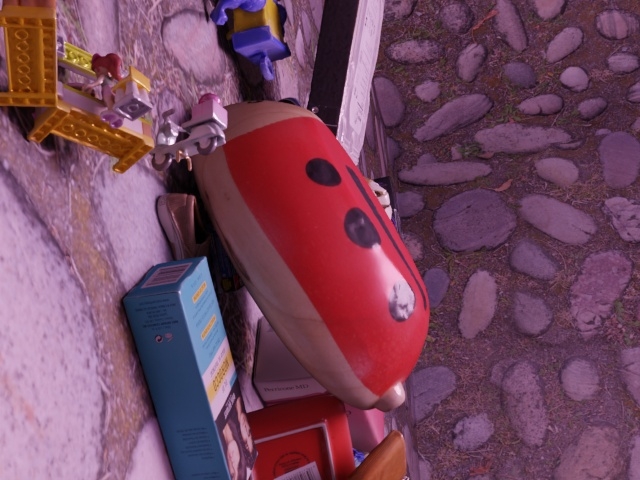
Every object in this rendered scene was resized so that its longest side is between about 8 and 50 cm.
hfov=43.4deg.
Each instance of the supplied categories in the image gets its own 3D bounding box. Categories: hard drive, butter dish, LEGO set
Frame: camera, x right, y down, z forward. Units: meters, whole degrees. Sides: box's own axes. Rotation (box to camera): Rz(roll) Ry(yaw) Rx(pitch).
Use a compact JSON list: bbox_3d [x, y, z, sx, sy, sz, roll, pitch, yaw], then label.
[{"bbox_3d":[0.045,-0.294,1.341,0.237,0.064,0.339,16,84,-79],"label":"hard drive"},{"bbox_3d":[-0.048,0.264,1.019,0.118,0.160,0.160,-145,-136,-72],"label":"butter dish"},{"bbox_3d":[-0.192,-0.157,0.635,0.287,0.132,0.107,50,24,-58],"label":"LEGO set"}]

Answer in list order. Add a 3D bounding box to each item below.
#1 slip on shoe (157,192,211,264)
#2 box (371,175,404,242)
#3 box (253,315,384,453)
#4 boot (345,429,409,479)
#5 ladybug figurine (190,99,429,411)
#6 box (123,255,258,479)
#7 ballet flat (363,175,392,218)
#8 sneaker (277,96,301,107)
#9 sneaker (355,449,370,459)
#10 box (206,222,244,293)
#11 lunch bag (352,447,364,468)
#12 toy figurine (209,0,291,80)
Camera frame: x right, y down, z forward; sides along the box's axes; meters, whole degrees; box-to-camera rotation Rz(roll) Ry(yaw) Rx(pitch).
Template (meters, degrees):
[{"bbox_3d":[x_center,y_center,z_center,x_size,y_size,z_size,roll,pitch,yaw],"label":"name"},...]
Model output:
[{"bbox_3d":[-0.145,0.004,0.925,0.051,0.041,0.135,-81,159,-58],"label":"slip on shoe"},{"bbox_3d":[0.099,-0.031,1.815,0.270,0.165,0.143,-83,161,-70],"label":"box"},{"bbox_3d":[0.004,0.224,1.229,0.127,0.148,0.232,-86,163,-44],"label":"box"},{"bbox_3d":[0.009,0.317,0.902,0.280,0.096,0.264,-36,128,-29],"label":"boot"},{"bbox_3d":[0.000,0.000,1.012,0.449,0.162,0.305,60,15,14],"label":"ladybug figurine"},{"bbox_3d":[-0.130,0.149,0.840,0.100,0.060,0.244,-67,146,-69],"label":"box"},{"bbox_3d":[0.087,-0.051,1.365,0.232,0.073,0.080,-79,154,-60],"label":"ballet flat"},{"bbox_3d":[-0.035,-0.173,1.523,0.081,0.080,0.211,-68,149,-63],"label":"sneaker"},{"bbox_3d":[0.032,0.497,1.121,0.182,0.158,0.410,36,53,-52],"label":"sneaker"},{"bbox_3d":[-0.116,0.014,1.100,0.137,0.027,0.094,-40,122,-77],"label":"box"},{"bbox_3d":[-0.008,0.343,1.131,0.151,0.128,0.096,-42,123,-76],"label":"lunch bag"},{"bbox_3d":[-0.075,-0.358,1.222,0.362,0.191,0.217,5,82,-78],"label":"toy figurine"}]
